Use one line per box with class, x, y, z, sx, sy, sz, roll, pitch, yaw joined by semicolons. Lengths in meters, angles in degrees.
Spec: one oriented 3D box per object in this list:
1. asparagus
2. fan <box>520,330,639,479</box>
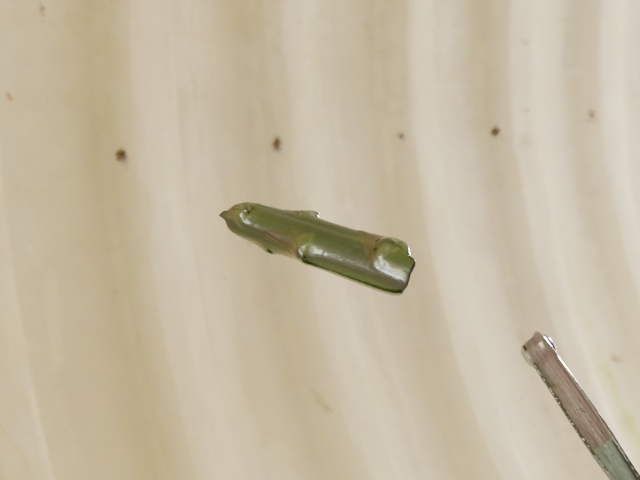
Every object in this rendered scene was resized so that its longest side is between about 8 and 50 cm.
asparagus;-0.001;0.001;0.543;0.021;0.108;0.025;16;-88;-57
fan;0.198;0.167;0.723;0.023;0.282;0.057;-43;-29;19
